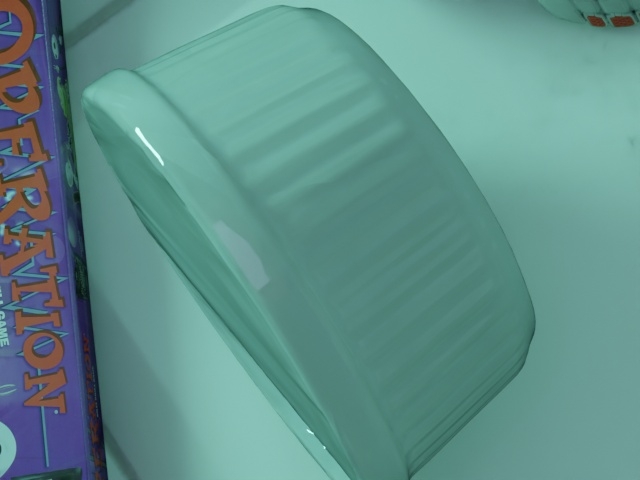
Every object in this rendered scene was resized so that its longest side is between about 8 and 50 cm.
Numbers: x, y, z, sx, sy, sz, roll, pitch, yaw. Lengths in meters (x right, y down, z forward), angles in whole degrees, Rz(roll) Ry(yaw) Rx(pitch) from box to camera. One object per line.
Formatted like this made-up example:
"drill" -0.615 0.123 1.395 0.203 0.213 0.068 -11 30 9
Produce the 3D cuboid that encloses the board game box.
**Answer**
"board game box" -0.243 0.020 1.178 0.208 0.056 0.347 -8 82 4

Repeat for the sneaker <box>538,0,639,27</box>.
"sneaker" 0.197 -0.171 1.132 0.157 0.061 0.065 -13 54 7

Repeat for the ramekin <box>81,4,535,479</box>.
"ramekin" 0.000 0.000 1.036 0.127 0.273 0.273 -34 79 -9
